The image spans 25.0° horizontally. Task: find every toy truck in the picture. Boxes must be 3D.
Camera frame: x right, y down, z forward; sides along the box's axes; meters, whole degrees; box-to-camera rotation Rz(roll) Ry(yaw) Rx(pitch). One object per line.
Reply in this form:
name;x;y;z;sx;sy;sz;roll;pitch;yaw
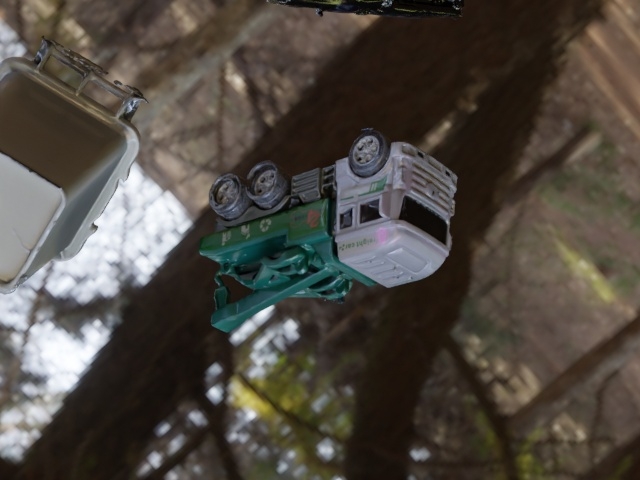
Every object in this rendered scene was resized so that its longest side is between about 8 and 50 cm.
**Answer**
toy truck;0.002;-0.007;1.871;0.176;0.363;0.178;29;-129;-46

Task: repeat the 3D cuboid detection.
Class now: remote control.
remote control;0.078;-0.416;2.272;0.399;0.062;0.144;-3;-98;-39

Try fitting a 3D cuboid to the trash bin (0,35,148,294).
trash bin;-0.416;-0.101;2.032;0.256;0.296;0.367;33;-165;-6
